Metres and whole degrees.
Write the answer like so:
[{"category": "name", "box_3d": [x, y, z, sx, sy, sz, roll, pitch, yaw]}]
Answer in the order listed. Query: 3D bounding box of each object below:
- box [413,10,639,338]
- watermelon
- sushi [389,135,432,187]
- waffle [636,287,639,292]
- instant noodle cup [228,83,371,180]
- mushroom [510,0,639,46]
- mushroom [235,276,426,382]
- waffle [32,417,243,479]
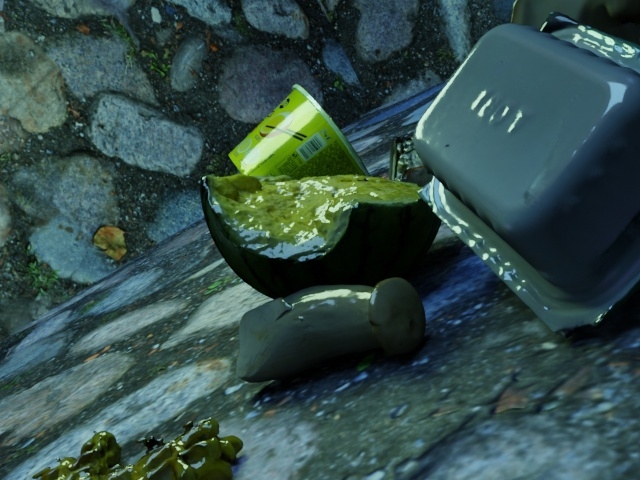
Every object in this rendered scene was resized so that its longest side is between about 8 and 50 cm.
[{"category": "box", "box_3d": [0.210, -0.099, 0.707, 0.264, 0.106, 0.336, -53, 34, 12]}, {"category": "watermelon", "box_3d": [0.000, 0.000, 1.012, 0.331, 0.189, 0.331, 9, 9, -2]}, {"category": "sushi", "box_3d": [0.189, -0.126, 1.359, 0.109, 0.134, 0.273, 1, 7, 1]}, {"category": "waffle", "box_3d": [0.397, -0.032, 0.650, 0.307, 0.060, 0.312, -27, 11, 7]}, {"category": "instant noodle cup", "box_3d": [-0.053, -0.169, 1.660, 0.222, 0.311, 0.311, -36, 13, -1]}, {"category": "mushroom", "box_3d": [0.428, -0.250, 0.969, 0.397, 0.313, 0.224, -30, 16, -39]}, {"category": "mushroom", "box_3d": [0.003, 0.099, 0.851, 0.247, 0.096, 0.108, -17, 9, 33]}, {"category": "waffle", "box_3d": [-0.237, 0.269, 0.730, 0.293, 0.069, 0.260, -20, 13, 36]}]
